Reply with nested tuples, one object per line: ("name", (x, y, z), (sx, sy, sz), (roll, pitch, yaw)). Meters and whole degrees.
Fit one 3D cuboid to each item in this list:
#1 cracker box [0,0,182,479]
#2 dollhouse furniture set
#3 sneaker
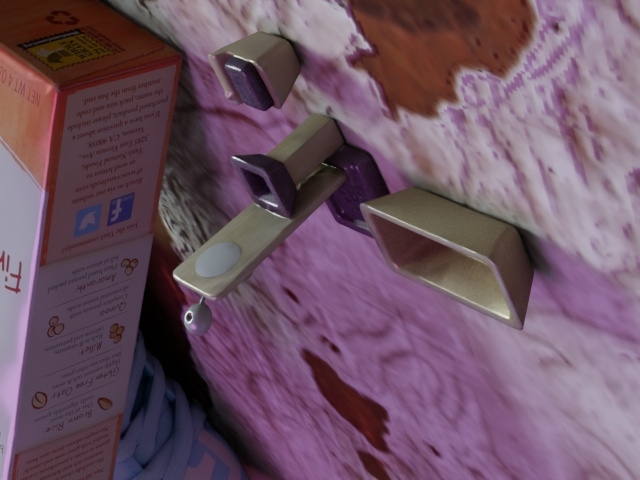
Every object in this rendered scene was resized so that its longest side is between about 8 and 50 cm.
("cracker box", (-0.146, -0.002, 0.736), (0.155, 0.067, 0.232), (34, 128, 32))
("dollhouse furniture set", (0.000, 0.000, 0.566), (0.114, 0.081, 0.091), (25, 151, 46))
("sneaker", (-0.103, 0.108, 0.970), (0.150, 0.135, 0.366), (10, 144, 10))
